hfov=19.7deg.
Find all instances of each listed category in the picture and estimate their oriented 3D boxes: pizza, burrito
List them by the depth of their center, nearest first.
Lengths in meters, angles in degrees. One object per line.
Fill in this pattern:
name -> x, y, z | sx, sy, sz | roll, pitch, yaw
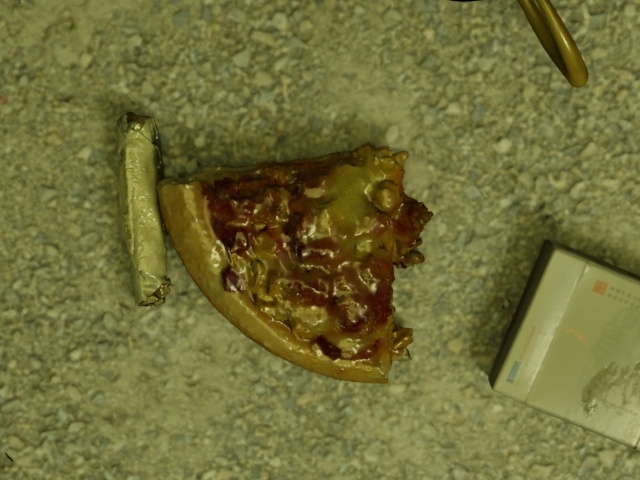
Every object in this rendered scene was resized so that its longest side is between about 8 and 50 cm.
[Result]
pizza -> 0.000, 0.000, 1.691 | 0.289, 0.081, 0.229 | 44, 93, -7
burrito -> -0.166, -0.028, 1.717 | 0.045, 0.041, 0.185 | -5, 95, -22

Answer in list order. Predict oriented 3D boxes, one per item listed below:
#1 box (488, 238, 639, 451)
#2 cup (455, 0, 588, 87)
box -> 0.290, 0.112, 1.714 | 0.233, 0.067, 0.149 | 23, 95, -2
cup -> 0.170, -0.271, 1.574 | 0.255, 0.256, 0.178 | 33, 96, -4
